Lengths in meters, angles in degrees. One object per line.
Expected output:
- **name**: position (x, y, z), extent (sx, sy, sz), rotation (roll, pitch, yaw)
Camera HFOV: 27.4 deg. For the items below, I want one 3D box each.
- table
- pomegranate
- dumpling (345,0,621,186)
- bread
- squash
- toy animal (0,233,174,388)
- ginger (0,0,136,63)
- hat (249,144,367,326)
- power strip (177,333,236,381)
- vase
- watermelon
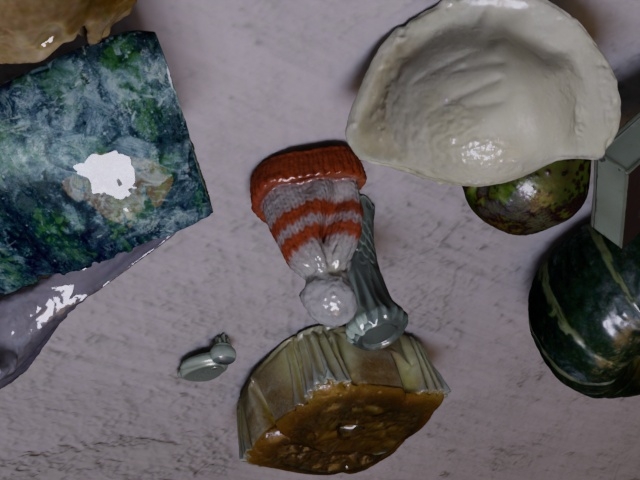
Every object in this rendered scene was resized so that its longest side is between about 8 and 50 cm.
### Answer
- **table**: position (0.377, -0.090, 1.234), extent (0.240, 0.111, 0.121), rotation (-40, 149, -17)
- **pomegranate**: position (0.188, -0.075, 1.245), extent (0.126, 0.138, 0.163), rotation (-11, -174, -5)
- **dumpling**: position (0.134, -0.129, 1.120), extent (0.216, 0.166, 0.126), rotation (-3, -179, 26)
- **bread**: position (0.022, 0.192, 1.531), extent (0.210, 0.109, 0.192), rotation (12, 134, -37)
- **squash**: position (0.358, 0.071, 1.478), extent (0.252, 0.165, 0.252), rotation (-14, 143, -11)
- **toy animal**: position (-0.300, 0.093, 1.204), extent (0.367, 0.081, 0.206), rotation (-37, -174, 25)
- **ginger**: position (-0.206, -0.221, 0.818), extent (0.221, 0.130, 0.275), rotation (-10, 135, -33)
- **hat**: position (0.000, 0.000, 1.210), extent (0.112, 0.162, 0.093), rotation (-10, 148, -7)
- **power strip**: position (-0.125, 0.131, 1.451), extent (0.055, 0.035, 0.083), rotation (12, 148, -37)
- **vase**: position (0.037, 0.034, 1.285), extent (0.081, 0.148, 0.081), rotation (-13, 144, -9)
- **watermelon**: position (-0.205, -0.048, 1.036), extent (0.318, 0.148, 0.226), rotation (-22, -173, 34)
